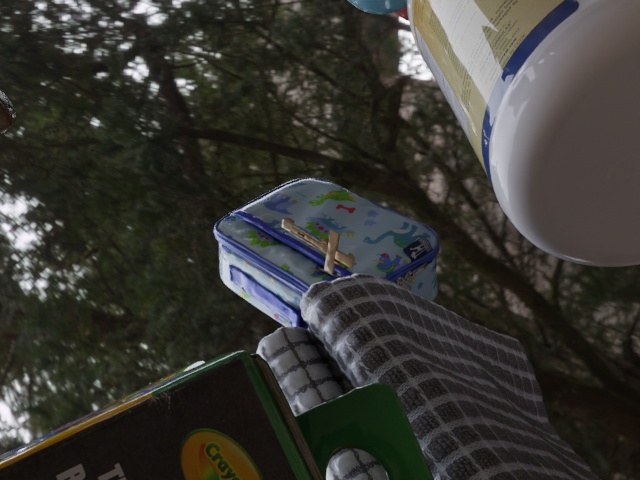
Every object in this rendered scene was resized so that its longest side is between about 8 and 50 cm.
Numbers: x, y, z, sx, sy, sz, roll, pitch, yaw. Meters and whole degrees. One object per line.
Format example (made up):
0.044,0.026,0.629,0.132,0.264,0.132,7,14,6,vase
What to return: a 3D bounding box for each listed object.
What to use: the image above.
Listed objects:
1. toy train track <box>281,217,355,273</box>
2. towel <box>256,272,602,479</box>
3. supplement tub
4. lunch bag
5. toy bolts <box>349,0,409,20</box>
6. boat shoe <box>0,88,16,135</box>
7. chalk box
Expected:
0.000,0.000,0.925,0.014,0.083,0.048,-35,-35,-42,toy train track
0.110,0.153,0.698,0.121,0.235,0.284,-48,-37,12,towel
0.195,-0.158,0.746,0.229,0.316,0.228,-7,-48,-8,supplement tub
0.004,0.021,1.053,0.176,0.219,0.090,-29,-47,-33,lunch bag
0.066,-0.329,0.915,0.218,0.158,0.228,27,-76,6,toy bolts
-0.326,-0.153,0.676,0.095,0.095,0.257,-39,-95,-1,boat shoe
-0.080,0.166,0.464,0.289,0.179,0.180,-23,-93,-19,chalk box
